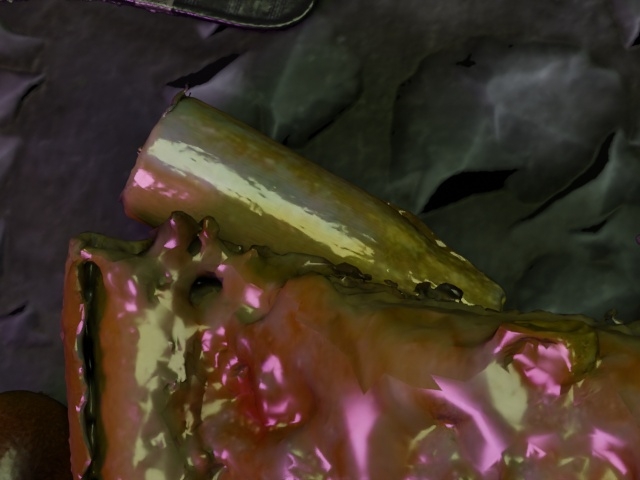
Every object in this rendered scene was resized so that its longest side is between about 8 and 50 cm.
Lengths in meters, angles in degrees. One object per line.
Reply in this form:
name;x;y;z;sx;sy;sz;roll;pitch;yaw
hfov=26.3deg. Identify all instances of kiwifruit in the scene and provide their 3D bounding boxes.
kiwifruit;-0.166;0.140;0.731;0.075;0.075;0.125;12;73;5

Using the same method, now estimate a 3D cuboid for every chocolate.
chocolate;0.000;0.000;0.761;0.219;0.085;0.086;28;79;5

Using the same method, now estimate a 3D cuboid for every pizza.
pizza;0.032;0.202;0.635;0.434;0.080;0.392;10;89;29

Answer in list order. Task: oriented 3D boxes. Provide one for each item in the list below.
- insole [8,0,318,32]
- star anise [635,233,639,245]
insole;-0.148;-0.185;0.843;0.309;0.012;0.110;15;76;6
star anise;0.259;0.037;0.714;0.212;0.129;0.283;27;95;6
